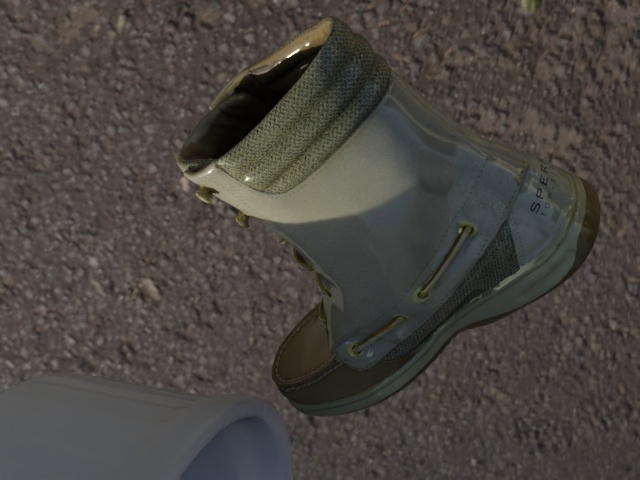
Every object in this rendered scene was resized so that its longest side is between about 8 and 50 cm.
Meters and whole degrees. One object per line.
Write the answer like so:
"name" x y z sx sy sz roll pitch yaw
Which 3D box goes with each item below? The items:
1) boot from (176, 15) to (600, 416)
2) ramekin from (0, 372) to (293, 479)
"boot" 0.000 0.000 0.461 0.165 0.077 0.213 30 134 -24
"ramekin" -0.127 0.207 0.535 0.135 0.277 0.277 13 123 17
